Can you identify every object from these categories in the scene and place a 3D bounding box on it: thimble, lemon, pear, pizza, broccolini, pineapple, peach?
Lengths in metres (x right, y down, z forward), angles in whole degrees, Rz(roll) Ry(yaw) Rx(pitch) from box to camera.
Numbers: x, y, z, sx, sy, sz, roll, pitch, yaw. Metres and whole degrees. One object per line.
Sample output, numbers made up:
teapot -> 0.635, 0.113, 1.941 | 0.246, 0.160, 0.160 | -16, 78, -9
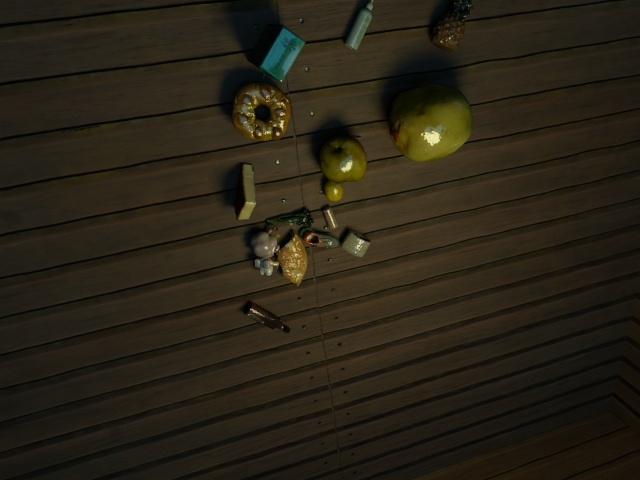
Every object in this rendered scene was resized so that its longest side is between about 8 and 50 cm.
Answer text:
thimble -> 0.158, 0.016, 2.027 | 0.115, 0.102, 0.090 | 30, 105, 3
lemon -> 0.056, -0.209, 1.900 | 0.082, 0.082, 0.110 | -16, 124, -10
pear -> 0.087, -0.322, 1.795 | 0.200, 0.200, 0.199 | -7, 116, -14
pizza -> -0.121, 0.084, 1.997 | 0.135, 0.056, 0.270 | -19, 120, -10
broccolini -> -0.128, -0.091, 1.929 | 0.202, 0.073, 0.058 | -3, 159, 2
pineapple -> 0.516, -0.858, 1.722 | 0.128, 0.128, 0.247 | 19, 103, -24
peach -> 0.429, -0.456, 1.779 | 0.315, 0.315, 0.281 | -46, 146, -39

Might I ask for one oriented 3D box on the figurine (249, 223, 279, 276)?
figurine -> -0.239, 0.045, 1.910 | 0.112, 0.138, 0.228 | -29, 125, -53

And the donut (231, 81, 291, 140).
donut -> -0.219, -0.477, 1.670 | 0.227, 0.113, 0.226 | -7, 116, -14

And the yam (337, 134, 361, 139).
yam -> 0.118, -0.425, 1.857 | 0.107, 0.014, 0.014 | 0, 114, -17

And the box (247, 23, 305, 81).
box -> -0.156, -0.642, 1.538 | 0.092, 0.245, 0.153 | 28, 105, -29

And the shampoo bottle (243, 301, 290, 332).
shampoo bottle -> -0.241, 0.361, 2.081 | 0.236, 0.068, 0.067 | 35, 98, -28

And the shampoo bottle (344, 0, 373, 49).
shampoo bottle -> 0.154, -0.806, 1.667 | 0.056, 0.056, 0.195 | 21, 106, -25

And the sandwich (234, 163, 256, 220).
sandwich -> -0.305, -0.183, 1.797 | 0.058, 0.192, 0.162 | 6, 148, -23

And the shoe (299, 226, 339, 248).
shoe -> 0.002, 0.001, 1.983 | 0.195, 0.077, 0.074 | 18, 107, -23

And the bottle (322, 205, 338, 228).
bottle -> 0.043, -0.101, 1.969 | 0.045, 0.045, 0.096 | -26, 116, -5
